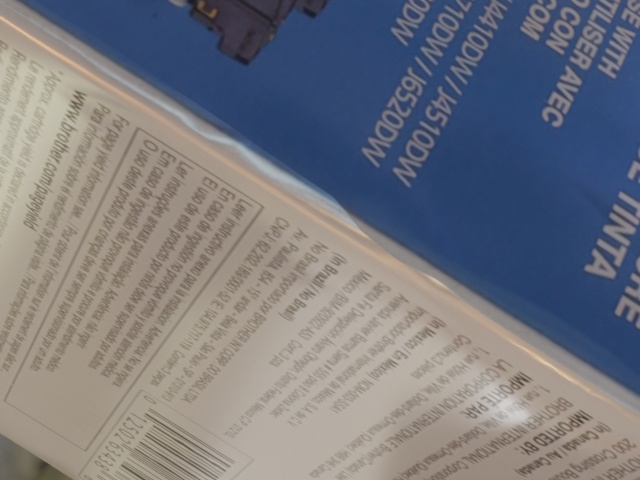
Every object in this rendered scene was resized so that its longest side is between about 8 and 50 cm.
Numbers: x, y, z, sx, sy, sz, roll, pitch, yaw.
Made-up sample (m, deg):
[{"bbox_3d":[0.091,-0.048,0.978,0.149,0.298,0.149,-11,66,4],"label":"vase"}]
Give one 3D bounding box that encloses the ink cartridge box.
[{"bbox_3d":[0.000,0.000,0.472,0.151,0.395,0.270,-58,-176,-29],"label":"ink cartridge box"}]
